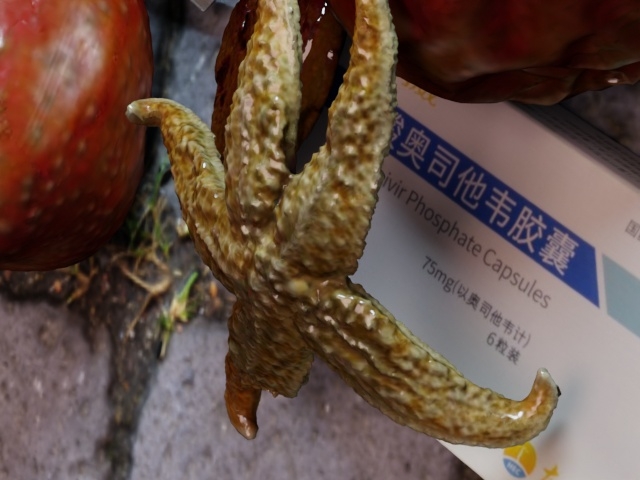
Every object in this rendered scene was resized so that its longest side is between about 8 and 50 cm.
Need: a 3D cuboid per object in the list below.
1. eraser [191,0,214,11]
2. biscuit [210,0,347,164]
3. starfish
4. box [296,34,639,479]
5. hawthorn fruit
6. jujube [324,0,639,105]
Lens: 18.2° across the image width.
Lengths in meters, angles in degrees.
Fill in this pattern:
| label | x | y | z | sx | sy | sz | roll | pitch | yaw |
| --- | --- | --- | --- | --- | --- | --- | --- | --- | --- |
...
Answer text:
| label | x | y | z | sx | sy | sz | roll | pitch | yaw |
| --- | --- | --- | --- | --- | --- | --- | --- | --- | --- |
| eraser | -0.086 | -0.216 | 1.305 | 0.104 | 0.023 | 0.150 | 43 | 155 | -6 |
| biscuit | -0.019 | -0.130 | 1.269 | 0.192 | 0.049 | 0.192 | -165 | 90 | -70 |
| starfish | -0.006 | 0.006 | 1.137 | 0.327 | 0.094 | 0.375 | 50 | 145 | 13 |
| box | 0.112 | 0.023 | 1.188 | 0.343 | 0.065 | 0.200 | 39 | 111 | 34 |
| hawthorn fruit | -0.241 | -0.138 | 1.364 | 0.287 | 0.287 | 0.330 | 11 | 88 | 39 |
| jujube | 0.147 | -0.234 | 1.054 | 0.377 | 0.276 | 0.276 | -43 | 63 | 26 |
